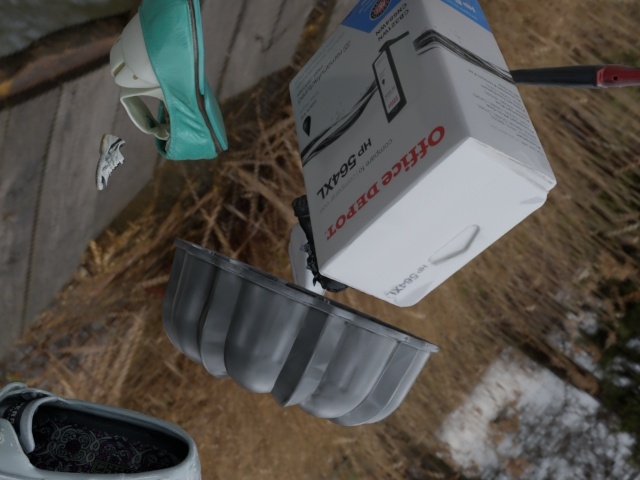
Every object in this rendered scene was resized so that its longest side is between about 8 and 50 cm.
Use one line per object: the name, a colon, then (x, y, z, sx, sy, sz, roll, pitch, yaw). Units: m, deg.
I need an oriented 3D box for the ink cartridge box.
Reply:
ink cartridge box: (0.060, -0.079, 0.627, 0.148, 0.085, 0.203, -44, -142, 32)

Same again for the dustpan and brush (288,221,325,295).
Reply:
dustpan and brush: (0.000, 0.000, 1.358, 0.060, 0.147, 0.211, -3, 143, -13)

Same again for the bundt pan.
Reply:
bundt pan: (-0.036, 0.115, 1.015, 0.331, 0.330, 0.124, 40, 72, -79)

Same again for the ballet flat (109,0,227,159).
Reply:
ballet flat: (-0.136, -0.141, 0.767, 0.087, 0.083, 0.247, -12, 155, -5)

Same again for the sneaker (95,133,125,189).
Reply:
sneaker: (-0.291, -0.108, 1.223, 0.032, 0.036, 0.083, 150, -50, -63)

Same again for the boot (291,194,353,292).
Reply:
boot: (0.036, -0.004, 0.843, 0.121, 0.099, 0.045, -13, -156, 16)

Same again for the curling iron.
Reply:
curling iron: (0.344, -0.184, 1.048, 0.035, 0.274, 0.068, 25, 83, -56)

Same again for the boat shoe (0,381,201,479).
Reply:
boat shoe: (-0.188, 0.130, 0.584, 0.079, 0.227, 0.081, -80, -177, -48)
